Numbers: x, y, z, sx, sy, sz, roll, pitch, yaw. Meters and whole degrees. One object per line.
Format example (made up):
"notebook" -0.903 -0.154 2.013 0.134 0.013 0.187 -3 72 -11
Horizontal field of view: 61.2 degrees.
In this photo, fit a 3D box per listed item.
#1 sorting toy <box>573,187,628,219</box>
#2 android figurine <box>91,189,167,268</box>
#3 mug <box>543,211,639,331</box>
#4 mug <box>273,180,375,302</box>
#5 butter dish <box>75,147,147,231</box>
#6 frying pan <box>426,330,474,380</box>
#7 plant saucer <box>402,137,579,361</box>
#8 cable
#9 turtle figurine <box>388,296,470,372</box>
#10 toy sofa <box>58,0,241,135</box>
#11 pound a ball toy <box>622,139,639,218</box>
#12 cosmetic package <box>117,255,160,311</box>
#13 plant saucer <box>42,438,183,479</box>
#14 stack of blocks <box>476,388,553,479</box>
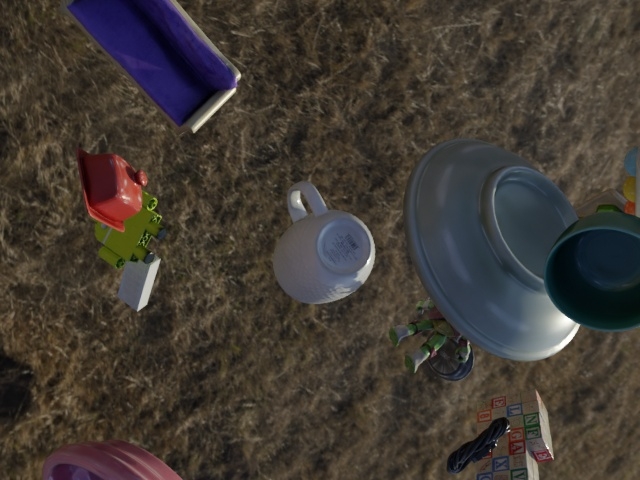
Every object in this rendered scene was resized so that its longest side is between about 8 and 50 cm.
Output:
"sorting toy" 0.683 -0.019 1.271 0.038 0.193 0.208 -50 180 -21
"android figurine" -0.601 -0.043 1.675 0.248 0.272 0.056 -60 157 3
"mug" 0.356 0.029 0.640 0.097 0.157 0.130 -28 108 -52
"mug" 0.000 0.000 1.628 0.276 0.328 0.375 -23 87 -18
"butter dish" -0.427 -0.118 1.149 0.118 0.160 0.160 -18 165 3
"frying pan" 0.497 0.375 1.925 0.053 0.197 0.326 -4 146 -48
"plant saucer" 0.324 -0.010 0.892 0.400 0.401 0.100 -4 161 -31
"cable" 0.355 0.459 1.222 0.150 0.047 0.185 1 133 -43
"turtle figurine" 0.340 0.280 1.602 0.266 0.274 0.198 -21 96 -18
"toy sofa" -0.350 -0.405 1.127 0.362 0.177 0.150 48 69 -22
"pound a ball toy" 0.614 -0.111 0.949 0.319 0.135 0.208 46 60 -52
"cosmetic package" -0.648 0.135 1.926 0.060 0.098 0.239 -40 162 -54
"plant saucer" -0.292 0.441 0.860 0.084 0.331 0.333 -43 144 -50
"stack of blocks" 0.504 0.537 1.405 0.171 0.297 0.087 -22 110 26
